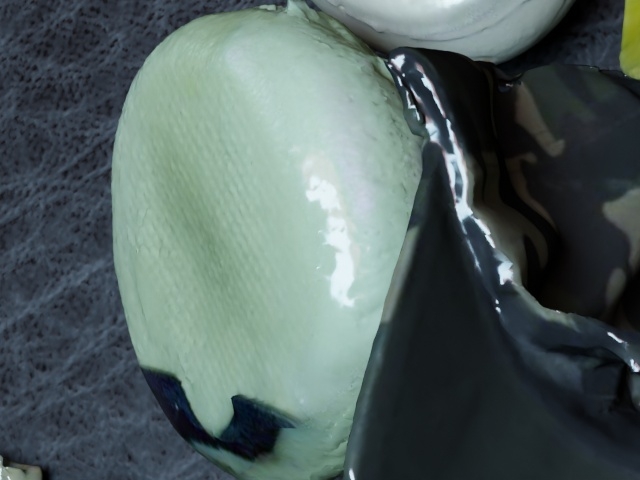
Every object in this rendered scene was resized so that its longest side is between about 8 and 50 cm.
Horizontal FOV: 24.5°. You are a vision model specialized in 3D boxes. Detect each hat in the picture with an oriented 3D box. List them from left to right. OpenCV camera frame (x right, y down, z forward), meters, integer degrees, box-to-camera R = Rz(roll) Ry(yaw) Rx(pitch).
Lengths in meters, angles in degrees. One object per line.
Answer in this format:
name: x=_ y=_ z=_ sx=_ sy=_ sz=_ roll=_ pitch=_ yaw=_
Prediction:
hat: x=0.165 y=0.087 z=0.695 sx=0.366 sy=0.257 sz=0.381 roll=21 pitch=83 yaw=8

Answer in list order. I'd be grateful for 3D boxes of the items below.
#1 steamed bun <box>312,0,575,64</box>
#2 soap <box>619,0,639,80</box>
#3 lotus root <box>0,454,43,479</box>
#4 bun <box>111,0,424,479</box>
steamed bun: x=0.069 y=-0.200 z=0.900 sx=0.177 sy=0.131 sz=0.228 roll=-47 pitch=64 yaw=10
soap: x=0.369 y=-0.191 z=0.738 sx=0.427 sy=0.115 sz=0.306 roll=1 pitch=56 yaw=15
lotus root: x=-0.336 y=0.175 z=0.973 sx=0.170 sy=0.261 sz=0.074 roll=-22 pitch=67 yaw=52
bun: x=0.000 y=0.000 z=0.853 sx=0.283 sy=0.179 sz=0.283 roll=15 pitch=108 yaw=56
